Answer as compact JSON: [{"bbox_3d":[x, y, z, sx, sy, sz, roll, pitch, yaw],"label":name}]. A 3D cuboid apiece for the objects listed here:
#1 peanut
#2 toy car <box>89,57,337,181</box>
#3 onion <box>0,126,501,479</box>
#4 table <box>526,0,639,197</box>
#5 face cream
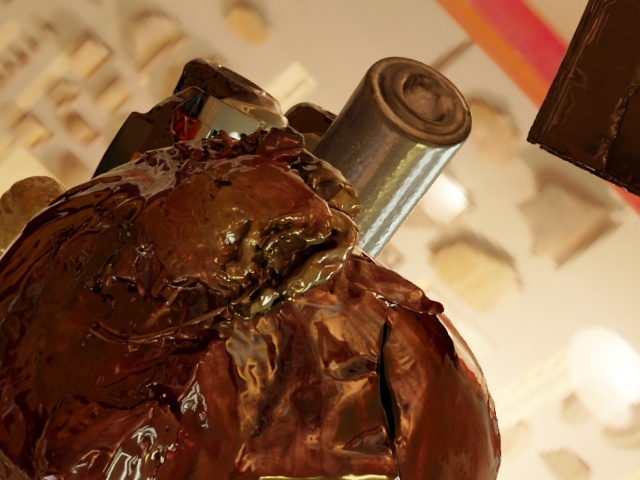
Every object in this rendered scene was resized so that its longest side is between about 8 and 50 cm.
[{"bbox_3d":[-0.254,0.016,1.506,0.089,0.089,0.193,-51,161,-33],"label":"peanut"},{"bbox_3d":[-0.060,-0.018,1.275,0.193,0.118,0.301,-59,152,7],"label":"toy car"},{"bbox_3d":[-0.036,0.079,0.834,0.281,0.281,0.221,-38,-156,36],"label":"onion"},{"bbox_3d":[0.316,-0.085,1.004,0.250,0.282,0.196,-3,119,-65],"label":"table"},{"bbox_3d":[0.000,0.000,1.100,0.283,0.073,0.073,-55,180,42],"label":"face cream"}]
